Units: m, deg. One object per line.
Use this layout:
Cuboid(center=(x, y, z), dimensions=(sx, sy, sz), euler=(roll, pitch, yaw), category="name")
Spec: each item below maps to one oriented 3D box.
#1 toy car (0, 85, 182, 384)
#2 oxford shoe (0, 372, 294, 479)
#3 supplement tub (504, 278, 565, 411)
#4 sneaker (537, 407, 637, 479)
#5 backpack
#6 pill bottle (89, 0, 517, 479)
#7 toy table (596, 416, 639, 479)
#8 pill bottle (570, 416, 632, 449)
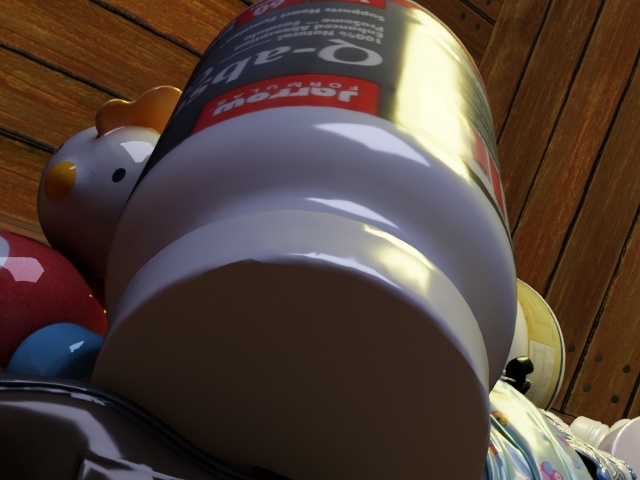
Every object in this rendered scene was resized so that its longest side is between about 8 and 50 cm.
Cuboid(center=(-0.165, -0.004, 0.811), dimensions=(0.219, 0.237, 0.210), euler=(20, -1, 35), category="toy car")
Cuboid(center=(-0.080, 0.111, 0.446), dimensions=(0.227, 0.082, 0.096), euler=(18, 9, -9), category="oxford shoe")
Cuboid(center=(0.145, 0.127, 1.372), dimensions=(0.228, 0.228, 0.316), euler=(21, -1, 25), category="supplement tub")
Cuboid(center=(0.181, 0.167, 0.930), dimensions=(0.135, 0.052, 0.058), euler=(21, 3, 37), category="sneaker")
Cuboid(center=(0.084, 0.152, 0.681), dimensions=(0.115, 0.151, 0.182), euler=(15, 14, -26), category="backpack")
Cuboid(center=(0.000, 0.000, 0.653), dimensions=(0.210, 0.210, 0.363), euler=(21, 26, -6), category="pill bottle")
Cuboid(center=(0.406, 0.222, 1.075), dimensions=(0.274, 0.252, 0.161), euler=(9, -35, -35), category="toy table")
Cuboid(center=(0.368, 0.270, 1.282), dimensions=(0.215, 0.117, 0.117), euler=(20, -1, 28), category="pill bottle")
